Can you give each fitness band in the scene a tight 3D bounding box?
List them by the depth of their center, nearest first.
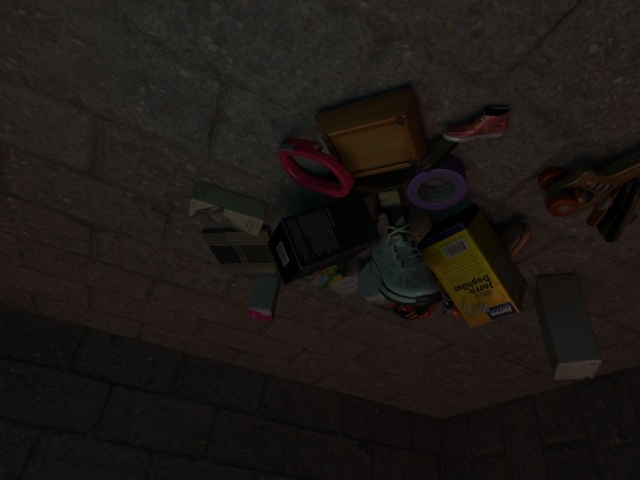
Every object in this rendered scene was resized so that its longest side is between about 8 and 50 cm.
[{"bbox_3d":[-0.021,-0.225,1.289,0.290,0.054,0.209,20,159,43],"label":"fitness band"}]

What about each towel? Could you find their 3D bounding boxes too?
[{"bbox_3d":[-0.327,0.046,1.836,0.323,0.056,0.312,0,140,14],"label":"towel"}]

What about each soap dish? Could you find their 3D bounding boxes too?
[{"bbox_3d":[0.151,-0.299,1.216,0.290,0.118,0.229,-8,141,22],"label":"soap dish"}]

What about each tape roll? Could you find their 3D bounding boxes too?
[{"bbox_3d":[0.378,-0.191,1.354,0.188,0.080,0.189,5,143,4],"label":"tape roll"}]

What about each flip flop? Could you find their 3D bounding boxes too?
[{"bbox_3d":[1.001,-0.097,1.365,0.079,0.112,0.277,-10,137,-1],"label":"flip flop"}]

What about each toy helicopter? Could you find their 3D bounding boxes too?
[{"bbox_3d":[0.871,-0.170,1.252,0.234,0.140,0.355,29,136,-30],"label":"toy helicopter"}]

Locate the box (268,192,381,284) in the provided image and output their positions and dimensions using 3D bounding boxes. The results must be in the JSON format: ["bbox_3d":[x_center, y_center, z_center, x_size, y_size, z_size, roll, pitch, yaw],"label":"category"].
[{"bbox_3d":[0.000,0.000,1.424,0.293,0.183,0.296,-19,171,-20],"label":"box"}]

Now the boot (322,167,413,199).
[{"bbox_3d":[0.165,-0.197,1.384,0.304,0.113,0.115,-5,159,26],"label":"boot"}]

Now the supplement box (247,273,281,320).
[{"bbox_3d":[-0.260,0.254,1.947,0.113,0.220,0.111,5,143,4],"label":"supplement box"}]

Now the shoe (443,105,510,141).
[{"bbox_3d":[0.440,-0.333,1.169,0.177,0.064,0.081,-4,141,6],"label":"shoe"}]

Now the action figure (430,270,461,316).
[{"bbox_3d":[0.644,0.224,1.795,0.341,0.179,0.330,24,131,-25],"label":"action figure"}]

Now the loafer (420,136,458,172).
[{"bbox_3d":[0.353,-0.266,1.241,0.148,0.050,0.056,-43,156,4],"label":"loafer"}]

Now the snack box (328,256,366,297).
[{"bbox_3d":[0.134,0.173,1.895,0.207,0.070,0.174,-24,133,37],"label":"snack box"}]

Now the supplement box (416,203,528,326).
[{"bbox_3d":[0.540,0.089,1.466,0.195,0.194,0.357,-32,92,40],"label":"supplement box"}]

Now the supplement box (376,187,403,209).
[{"bbox_3d":[0.243,-0.158,1.440,0.083,0.056,0.083,-6,142,17],"label":"supplement box"}]

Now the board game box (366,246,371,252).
[{"bbox_3d":[0.273,0.041,1.701,0.168,0.033,0.133,-14,151,27],"label":"board game box"}]

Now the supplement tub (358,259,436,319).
[{"bbox_3d":[0.342,0.218,1.792,0.337,0.207,0.207,27,140,-34],"label":"supplement tub"}]

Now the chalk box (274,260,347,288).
[{"bbox_3d":[-0.019,0.066,1.677,0.288,0.181,0.179,15,138,-12],"label":"chalk box"}]

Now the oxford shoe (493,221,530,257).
[{"bbox_3d":[0.611,0.023,1.566,0.132,0.130,0.363,30,138,-19],"label":"oxford shoe"}]

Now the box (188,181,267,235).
[{"bbox_3d":[-0.348,-0.117,1.569,0.274,0.094,0.113,17,142,-11],"label":"box"}]

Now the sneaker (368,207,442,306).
[{"bbox_3d":[0.263,0.033,1.396,0.168,0.447,0.258,-9,109,-11],"label":"sneaker"}]

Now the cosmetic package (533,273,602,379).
[{"bbox_3d":[1.017,0.360,1.725,0.156,0.386,0.217,-7,141,19],"label":"cosmetic package"}]
